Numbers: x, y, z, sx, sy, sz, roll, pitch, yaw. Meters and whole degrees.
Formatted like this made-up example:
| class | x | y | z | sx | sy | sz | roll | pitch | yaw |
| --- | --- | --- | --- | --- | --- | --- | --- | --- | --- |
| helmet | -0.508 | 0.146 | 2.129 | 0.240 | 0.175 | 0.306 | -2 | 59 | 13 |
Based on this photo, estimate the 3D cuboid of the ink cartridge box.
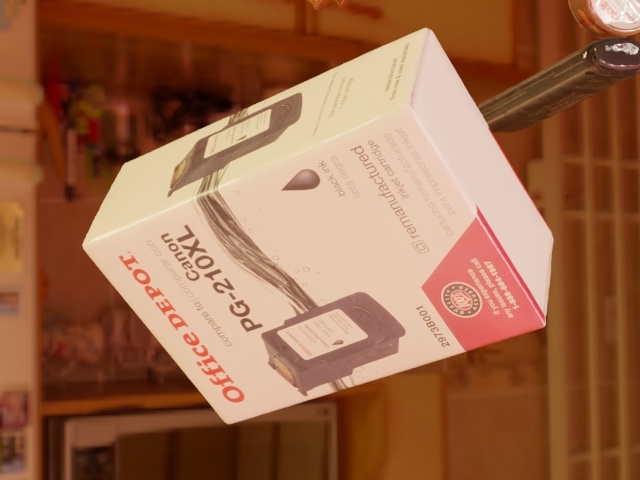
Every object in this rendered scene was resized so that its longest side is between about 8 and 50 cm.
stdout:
| class | x | y | z | sx | sy | sz | roll | pitch | yaw |
| --- | --- | --- | --- | --- | --- | --- | --- | --- | --- |
| ink cartridge box | 0.000 | 0.000 | 0.809 | 0.237 | 0.172 | 0.100 | -21 | -151 | 27 |

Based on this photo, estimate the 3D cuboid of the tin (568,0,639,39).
| class | x | y | z | sx | sy | sz | roll | pitch | yaw |
| --- | --- | --- | --- | --- | --- | --- | --- | --- | --- |
| tin | 0.348 | -0.303 | 1.411 | 0.106 | 0.190 | 0.040 | 43 | 169 | -11 |

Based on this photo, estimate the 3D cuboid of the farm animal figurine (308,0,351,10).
| class | x | y | z | sx | sy | sz | roll | pitch | yaw |
| --- | --- | --- | --- | --- | --- | --- | --- | --- | --- |
| farm animal figurine | 0.040 | -0.396 | 1.187 | 0.327 | 0.172 | 0.330 | -36 | 164 | -31 |

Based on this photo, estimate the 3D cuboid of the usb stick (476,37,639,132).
| class | x | y | z | sx | sy | sz | roll | pitch | yaw |
| --- | --- | --- | --- | --- | --- | --- | --- | --- | --- |
| usb stick | 0.262 | -0.170 | 1.453 | 0.077 | 0.045 | 0.278 | -1 | 172 | -20 |
